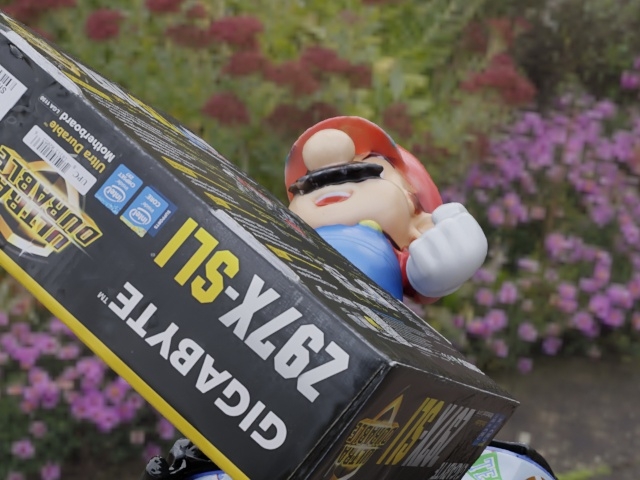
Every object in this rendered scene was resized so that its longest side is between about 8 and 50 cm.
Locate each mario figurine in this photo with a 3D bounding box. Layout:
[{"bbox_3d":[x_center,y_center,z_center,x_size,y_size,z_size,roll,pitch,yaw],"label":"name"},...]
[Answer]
[{"bbox_3d":[0.000,0.000,1.070,0.198,0.170,0.320,22,30,-2],"label":"mario figurine"}]

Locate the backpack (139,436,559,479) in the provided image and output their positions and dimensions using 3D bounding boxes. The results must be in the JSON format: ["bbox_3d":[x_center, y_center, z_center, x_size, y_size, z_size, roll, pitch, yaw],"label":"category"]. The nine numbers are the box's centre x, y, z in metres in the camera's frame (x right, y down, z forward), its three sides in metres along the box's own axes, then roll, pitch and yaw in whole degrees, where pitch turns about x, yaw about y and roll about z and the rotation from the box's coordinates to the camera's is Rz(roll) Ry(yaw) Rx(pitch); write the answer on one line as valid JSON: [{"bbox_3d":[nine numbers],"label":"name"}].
[{"bbox_3d":[0.045,0.243,1.024,0.263,0.276,0.213,-18,53,11],"label":"backpack"}]

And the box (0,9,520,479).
[{"bbox_3d":[-0.046,0.016,0.739,0.257,0.079,0.322,38,3,17],"label":"box"}]
